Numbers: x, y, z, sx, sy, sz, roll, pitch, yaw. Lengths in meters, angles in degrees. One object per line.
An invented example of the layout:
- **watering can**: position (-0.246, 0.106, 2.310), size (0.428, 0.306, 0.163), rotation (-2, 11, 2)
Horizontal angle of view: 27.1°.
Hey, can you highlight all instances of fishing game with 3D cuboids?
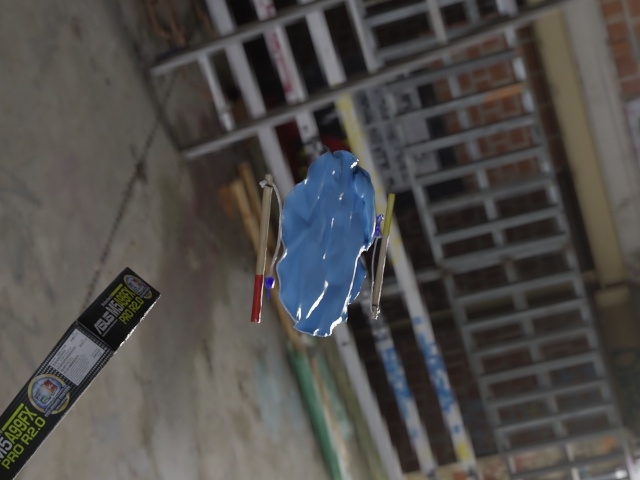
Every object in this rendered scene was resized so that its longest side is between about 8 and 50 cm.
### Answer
- **fishing game**: position (0.000, 0.000, 1.300), size (0.264, 0.041, 0.189), rotation (-3, 101, -61)

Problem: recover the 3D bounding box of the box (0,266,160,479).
- **box**: position (-0.316, 0.175, 1.601), size (0.060, 0.270, 0.216), rotation (39, 17, -4)
